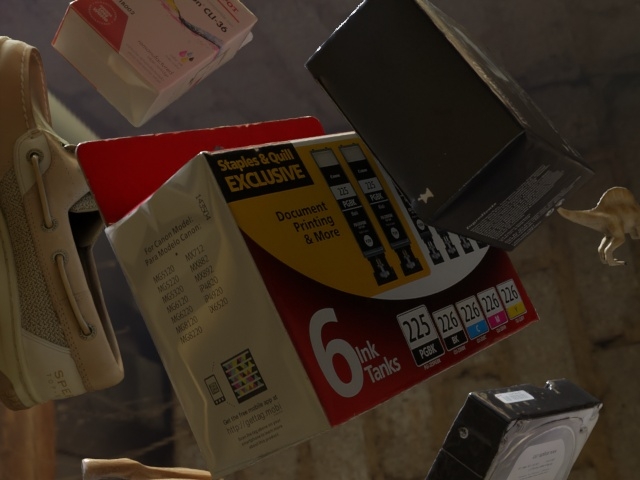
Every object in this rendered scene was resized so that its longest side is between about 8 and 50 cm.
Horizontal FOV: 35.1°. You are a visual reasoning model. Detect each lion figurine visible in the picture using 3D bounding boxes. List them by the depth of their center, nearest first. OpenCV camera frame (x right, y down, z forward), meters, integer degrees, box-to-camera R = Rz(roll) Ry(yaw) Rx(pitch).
[{"bbox_3d":[-0.172,0.362,1.246,0.392,0.240,0.142,114,152,-62],"label":"lion figurine"}]

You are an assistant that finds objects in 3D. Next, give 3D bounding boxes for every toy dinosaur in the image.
[{"bbox_3d":[0.350,-0.017,1.213,0.053,0.183,0.092,178,86,-72],"label":"toy dinosaur"}]

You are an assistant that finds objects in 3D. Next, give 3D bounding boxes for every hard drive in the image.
[{"bbox_3d":[0.168,0.314,1.100,0.237,0.064,0.339,6,-67,-53],"label":"hard drive"}]

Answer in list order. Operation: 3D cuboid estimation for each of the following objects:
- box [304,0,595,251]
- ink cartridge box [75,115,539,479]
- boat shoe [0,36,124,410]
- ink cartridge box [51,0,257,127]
[{"bbox_3d":[0.096,-0.085,0.725,0.158,0.093,0.156,12,-142,-58],"label":"box"},{"bbox_3d":[0.000,0.000,0.808,0.309,0.130,0.272,-16,-102,-52],"label":"ink cartridge box"},{"bbox_3d":[-0.232,-0.027,0.874,0.121,0.110,0.341,79,179,-71],"label":"boat shoe"},{"bbox_3d":[-0.146,-0.211,0.981,0.115,0.067,0.198,44,-131,-2],"label":"ink cartridge box"}]
